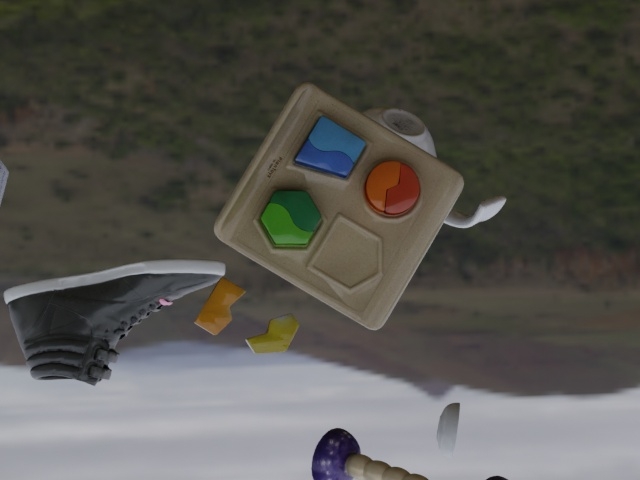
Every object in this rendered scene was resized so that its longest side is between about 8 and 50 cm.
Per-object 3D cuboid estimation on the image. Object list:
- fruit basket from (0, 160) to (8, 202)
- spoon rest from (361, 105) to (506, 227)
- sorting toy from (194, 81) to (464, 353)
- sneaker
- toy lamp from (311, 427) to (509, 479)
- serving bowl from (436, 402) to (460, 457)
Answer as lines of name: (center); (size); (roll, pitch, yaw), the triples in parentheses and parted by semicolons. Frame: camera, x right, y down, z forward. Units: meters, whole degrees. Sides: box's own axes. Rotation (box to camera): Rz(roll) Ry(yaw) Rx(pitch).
fruit basket: (-0.538, -0.057, 2.160); (0.165, 0.327, 0.353); (-3, 149, 17)
spoon rest: (0.153, -0.109, 2.239); (0.137, 0.084, 0.276); (-18, -129, -41)
sorting toy: (0.000, 0.000, 1.700); (0.229, 0.307, 0.041); (31, 172, -5)
sneaker: (-0.258, 0.109, 1.945); (0.296, 0.147, 0.104); (-11, 171, 5)
toy lamp: (0.115, 0.265, 1.570); (0.275, 0.080, 0.080); (11, -175, 37)
serving bowl: (0.188, 0.280, 2.212); (0.027, 0.083, 0.083); (8, 176, 2)
